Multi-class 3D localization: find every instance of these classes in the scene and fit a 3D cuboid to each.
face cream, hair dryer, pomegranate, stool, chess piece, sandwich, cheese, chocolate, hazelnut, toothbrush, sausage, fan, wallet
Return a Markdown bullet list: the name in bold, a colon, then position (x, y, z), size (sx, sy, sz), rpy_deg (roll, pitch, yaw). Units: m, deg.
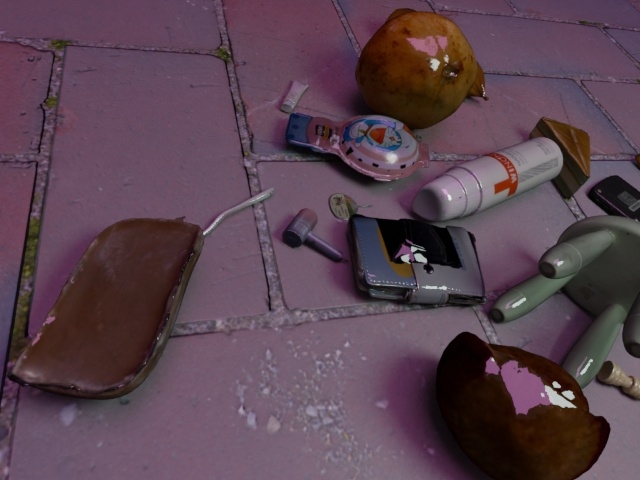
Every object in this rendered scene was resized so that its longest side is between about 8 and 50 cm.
- **face cream**: position (0.328, -0.117, 0.894), size (0.345, 0.102, 0.102), rpy_deg (-22, 62, -30)
- **hair dryer**: position (0.000, 0.000, 0.758), size (0.114, 0.037, 0.063), rpy_deg (34, 50, 2)
- **pomegranate**: position (0.195, -0.345, 0.957), size (0.248, 0.248, 0.248), rpy_deg (8, 52, -10)
- **stool**: position (0.408, 0.085, 0.707), size (0.198, 0.195, 0.195), rpy_deg (-29, 66, -27)
- **chess piece**: position (0.483, 0.225, 0.719), size (0.092, 0.035, 0.035), rpy_deg (30, 51, 3)
- **face cream**: position (-0.056, -0.311, 0.986), size (0.038, 0.020, 0.115), rpy_deg (19, 48, 0)
- **sandwich**: position (0.514, -0.181, 1.011), size (0.113, 0.079, 0.163), rpy_deg (23, 52, 5)
- **cheese**: position (0.076, -0.190, 0.897), size (0.285, 0.074, 0.189), rpy_deg (12, 50, -5)
- **chocolate**: position (-0.244, 0.085, 0.590), size (0.161, 0.083, 0.261), rpy_deg (6, 49, 11)
- **hazelnut**: position (0.237, 0.201, 0.576), size (0.160, 0.170, 0.202), rpy_deg (-24, 73, -31)
- **toothbrush**: position (-0.151, -0.039, 0.754), size (0.204, 0.017, 0.022), rpy_deg (-34, 87, -33)
- **sausage**: position (0.295, -0.460, 1.150), size (0.112, 0.112, 0.328), rpy_deg (-30, 68, -32)
- **fan**: position (0.049, -0.067, 0.838), size (0.080, 0.003, 0.060), rpy_deg (-29, 66, -31)
- **wallet**: position (0.161, 0.027, 0.758), size (0.230, 0.069, 0.170), rpy_deg (7, 47, -12)

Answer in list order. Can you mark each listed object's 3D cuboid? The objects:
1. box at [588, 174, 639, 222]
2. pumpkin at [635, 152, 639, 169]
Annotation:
- **box**: position (0.663, -0.088, 1.012), size (0.126, 0.027, 0.125), rpy_deg (-26, 64, -31)
- **pumpkin**: position (0.922, -0.112, 1.059), size (0.290, 0.095, 0.258), rpy_deg (6, 48, -16)
